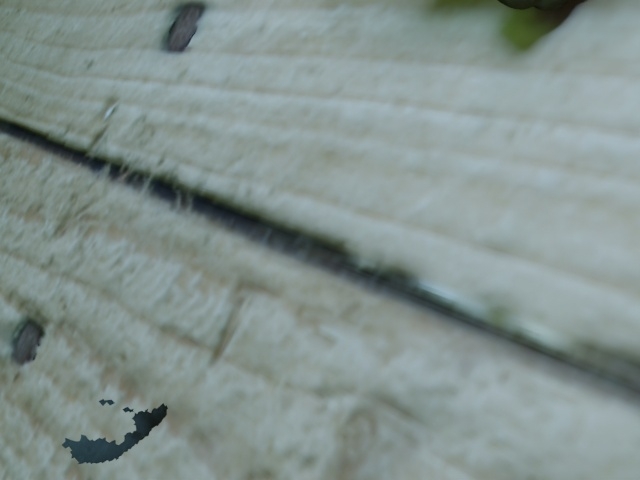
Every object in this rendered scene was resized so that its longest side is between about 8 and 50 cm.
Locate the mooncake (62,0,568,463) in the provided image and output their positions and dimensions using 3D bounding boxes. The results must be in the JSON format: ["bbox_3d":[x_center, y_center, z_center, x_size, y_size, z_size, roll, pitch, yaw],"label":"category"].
[{"bbox_3d":[-0.004,-0.005,0.414,0.057,0.150,0.346,-122,49,-60],"label":"mooncake"}]
